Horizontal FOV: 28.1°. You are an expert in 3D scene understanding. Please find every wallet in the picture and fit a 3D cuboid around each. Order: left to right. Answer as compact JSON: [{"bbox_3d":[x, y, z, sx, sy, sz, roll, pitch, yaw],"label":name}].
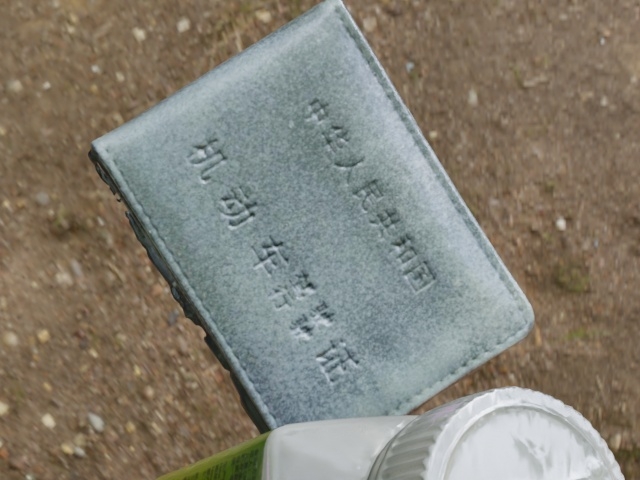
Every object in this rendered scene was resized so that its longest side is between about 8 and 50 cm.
[{"bbox_3d":[0.000,0.000,0.693,0.167,0.036,0.222,-32,96,-9],"label":"wallet"}]

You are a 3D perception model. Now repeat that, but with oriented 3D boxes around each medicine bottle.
[{"bbox_3d":[0.024,0.118,0.487,0.132,0.188,0.088,9,67,-28],"label":"medicine bottle"}]
